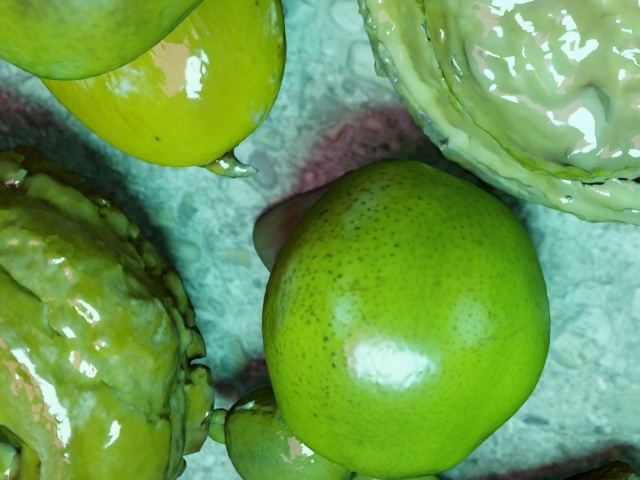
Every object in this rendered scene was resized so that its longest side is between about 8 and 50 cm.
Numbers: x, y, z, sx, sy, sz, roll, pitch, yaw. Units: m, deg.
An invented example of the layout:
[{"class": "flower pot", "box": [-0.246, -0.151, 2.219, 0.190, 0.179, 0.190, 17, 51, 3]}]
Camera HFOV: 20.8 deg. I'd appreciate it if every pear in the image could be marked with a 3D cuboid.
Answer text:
[{"class": "pear", "box": [0.054, 0.051, 1.086, 0.198, 0.198, 0.198, 9, 119, 16]}]

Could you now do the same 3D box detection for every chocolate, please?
[{"class": "chocolate", "box": [0.000, 0.000, 1.176, 0.100, 0.031, 0.064, -24, 111, 27]}]

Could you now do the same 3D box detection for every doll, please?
[{"class": "doll", "box": [0.025, 0.163, 1.233, 0.209, 0.097, 0.137, 37, 144, -24]}]

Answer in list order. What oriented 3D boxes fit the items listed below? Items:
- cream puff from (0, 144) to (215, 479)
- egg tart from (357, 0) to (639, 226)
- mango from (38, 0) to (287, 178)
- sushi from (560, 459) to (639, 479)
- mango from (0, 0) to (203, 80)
[{"class": "cream puff", "box": [-0.242, 0.094, 1.197, 0.327, 0.231, 0.343, 30, 116, -3]}, {"class": "egg tart", "box": [0.169, -0.150, 0.969, 0.352, 0.150, 0.352, 7, 118, 13]}, {"class": "mango", "box": [-0.128, -0.173, 1.081, 0.176, 0.119, 0.317, -35, 94, 33]}, {"class": "sushi", "box": [0.138, 0.259, 1.179, 0.296, 0.167, 0.179, -23, 109, -8]}, {"class": "mango", "box": [-0.081, -0.263, 0.916, 0.264, 0.221, 0.378, 36, 99, 7]}]
